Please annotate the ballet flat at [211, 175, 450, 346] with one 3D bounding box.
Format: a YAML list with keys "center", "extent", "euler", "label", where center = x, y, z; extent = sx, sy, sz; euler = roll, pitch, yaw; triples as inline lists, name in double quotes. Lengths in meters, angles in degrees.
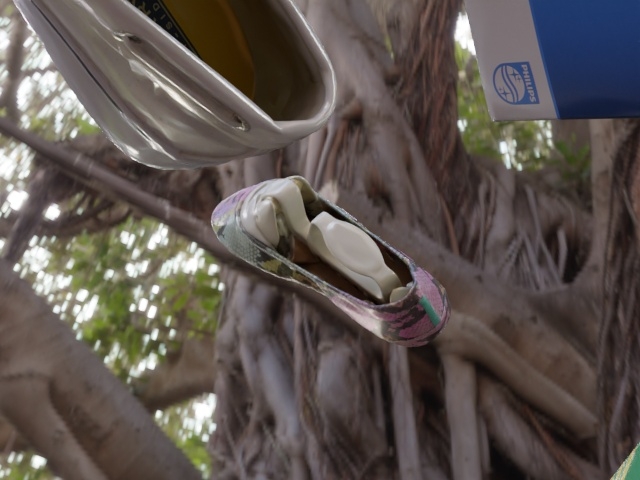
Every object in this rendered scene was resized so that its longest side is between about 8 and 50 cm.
- center: [0.000, 0.000, 0.949]
  extent: [0.077, 0.221, 0.079]
  euler: [-46, -35, -18]
  label: "ballet flat"

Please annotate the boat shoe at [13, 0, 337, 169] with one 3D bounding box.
- center: [-0.107, -0.174, 0.578]
  extent: [0.156, 0.136, 0.367]
  euler: [-2, -47, 46]
  label: "boat shoe"

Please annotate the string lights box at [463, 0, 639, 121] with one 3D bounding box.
- center: [0.182, -0.092, 0.412]
  extent: [0.260, 0.133, 0.076]
  euler: [4, -66, 52]
  label: "string lights box"

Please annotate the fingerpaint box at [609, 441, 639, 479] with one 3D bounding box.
- center: [0.501, 0.318, 1.253]
  extent: [0.445, 0.163, 0.371]
  euler: [20, -57, -14]
  label: "fingerpaint box"
